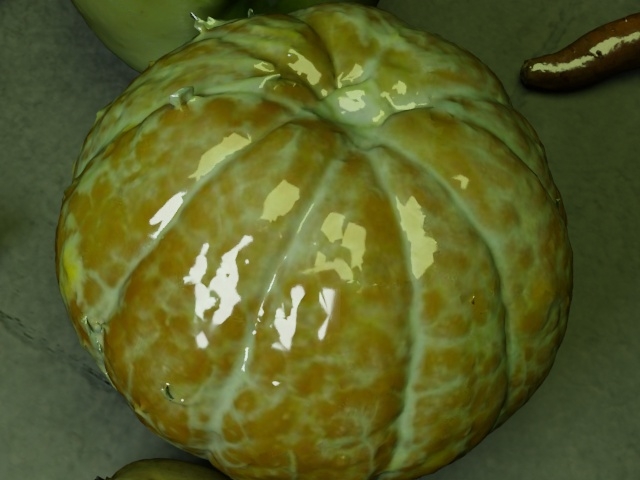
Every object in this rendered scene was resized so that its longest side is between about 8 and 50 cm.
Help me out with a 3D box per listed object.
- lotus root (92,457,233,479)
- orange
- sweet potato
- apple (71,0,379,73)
[{"bbox_3d":[-0.039,0.239,0.869,0.278,0.154,0.154,31,64,9],"label":"lotus root"},{"bbox_3d":[0.000,0.000,0.915,0.329,0.249,0.329,4,46,-5],"label":"orange"},{"bbox_3d":[0.285,-0.161,1.156,0.265,0.057,0.057,-8,65,-7],"label":"sweet potato"},{"bbox_3d":[-0.066,-0.247,1.041,0.279,0.279,0.279,3,64,-6],"label":"apple"}]
